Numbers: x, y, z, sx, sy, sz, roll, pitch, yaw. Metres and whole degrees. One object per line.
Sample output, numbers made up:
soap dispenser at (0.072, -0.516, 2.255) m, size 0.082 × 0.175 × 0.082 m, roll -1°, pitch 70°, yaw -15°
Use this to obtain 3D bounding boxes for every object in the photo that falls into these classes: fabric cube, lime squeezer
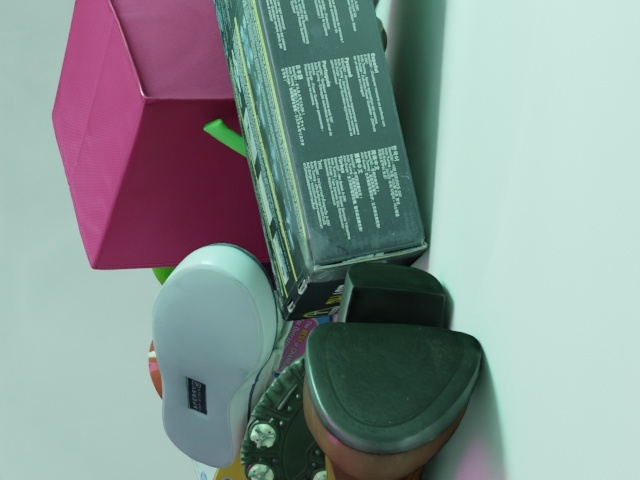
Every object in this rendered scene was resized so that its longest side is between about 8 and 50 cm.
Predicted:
fabric cube at (-0.135, -0.149, 1.365) m, size 0.258 × 0.254 × 0.259 m, roll 114°, pitch 144°, yaw -44°
lime squeezer at (0.000, 0.000, 1.243) m, size 0.310 × 0.110 × 0.059 m, roll 65°, pitch 171°, yaw -25°

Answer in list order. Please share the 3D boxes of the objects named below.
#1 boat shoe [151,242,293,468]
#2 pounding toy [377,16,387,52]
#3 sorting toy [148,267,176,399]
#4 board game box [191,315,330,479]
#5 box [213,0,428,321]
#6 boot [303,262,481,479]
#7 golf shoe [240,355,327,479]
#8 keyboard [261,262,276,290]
boat shoe at (-0.087, 0.098, 1.355) m, size 0.156 × 0.135 × 0.367 m, roll -57°, pitch -17°, yaw -37°
pounding toy at (0.047, -0.285, 1.103) m, size 0.183 × 0.110 × 0.237 m, roll 154°, pitch 101°, yaw -81°
sorting toy at (-0.131, 0.028, 1.555) m, size 0.126 × 0.127 × 0.366 m, roll -14°, pitch 71°, yaw 38°
board game box at (-0.098, 0.149, 1.622) m, size 0.317 × 0.064 × 0.242 m, roll -67°, pitch 27°, yaw 24°
box at (-0.022, -0.146, 1.040) m, size 0.318 × 0.097 × 0.395 m, roll 111°, pitch 147°, yaw -78°
boot at (0.022, 0.176, 0.734) m, size 0.264 × 0.096 × 0.280 m, roll -106°, pitch 22°, yaw -76°
golf shoe at (-0.021, 0.212, 1.183) m, size 0.120 × 0.105 × 0.273 m, roll -78°, pitch -3°, yaw -63°
keyboard at (-0.034, 0.001, 1.479) m, size 0.108 × 0.023 × 0.180 m, roll 32°, pitch 92°, yaw 53°
